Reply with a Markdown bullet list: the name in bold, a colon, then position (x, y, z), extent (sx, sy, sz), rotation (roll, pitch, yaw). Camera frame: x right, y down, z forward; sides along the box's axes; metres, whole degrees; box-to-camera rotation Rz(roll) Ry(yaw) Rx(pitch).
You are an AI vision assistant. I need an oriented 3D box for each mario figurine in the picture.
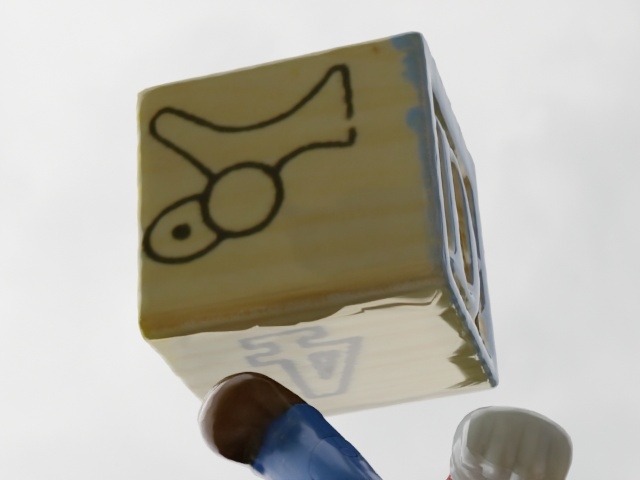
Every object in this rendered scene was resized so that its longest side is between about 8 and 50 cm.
- **mario figurine**: position (0.026, 0.169, 0.768), extent (0.170, 0.320, 0.198), rotation (-33, -57, -27)

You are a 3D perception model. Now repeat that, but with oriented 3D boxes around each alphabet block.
- **alphabet block**: position (0.000, 0.000, 1.076), extent (0.193, 0.197, 0.192), rotation (60, -156, -57)
